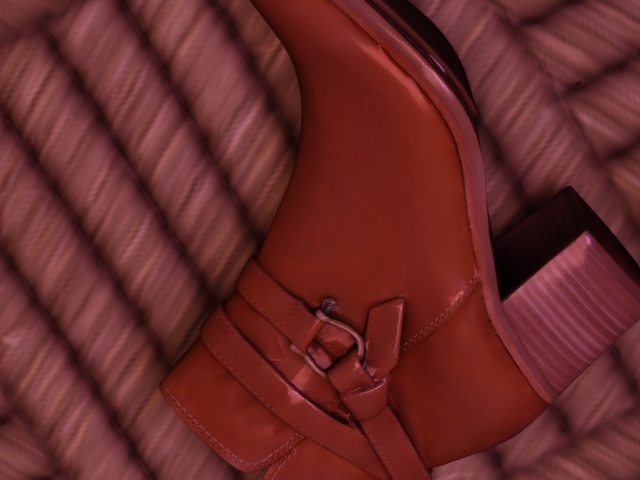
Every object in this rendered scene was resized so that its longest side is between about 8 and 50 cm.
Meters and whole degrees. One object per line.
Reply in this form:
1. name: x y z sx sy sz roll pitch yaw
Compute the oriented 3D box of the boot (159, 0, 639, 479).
1. boot: 0.000 0.000 0.790 0.220 0.109 0.283 -39 107 15
